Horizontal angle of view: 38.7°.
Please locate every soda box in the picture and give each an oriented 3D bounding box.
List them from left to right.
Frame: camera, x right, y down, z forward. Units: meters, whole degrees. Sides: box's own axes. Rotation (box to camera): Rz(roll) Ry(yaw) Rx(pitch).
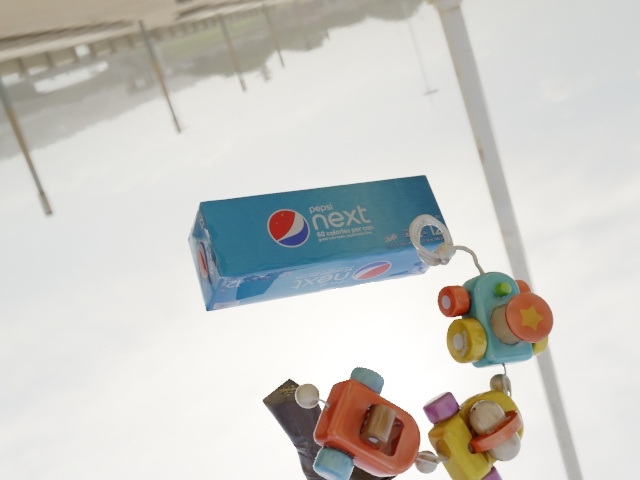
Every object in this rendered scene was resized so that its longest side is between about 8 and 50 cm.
[{"bbox_3d":[0.000,0.000,0.775,0.210,0.071,0.067,-8,155,-24],"label":"soda box"}]

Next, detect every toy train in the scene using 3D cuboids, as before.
[{"bbox_3d":[0.067,0.064,0.480,0.046,0.125,0.166,-30,-153,56],"label":"toy train"}]

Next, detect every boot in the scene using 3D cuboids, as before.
[{"bbox_3d":[0.010,0.175,0.833,0.106,0.114,0.037,-14,-158,24],"label":"boot"}]
